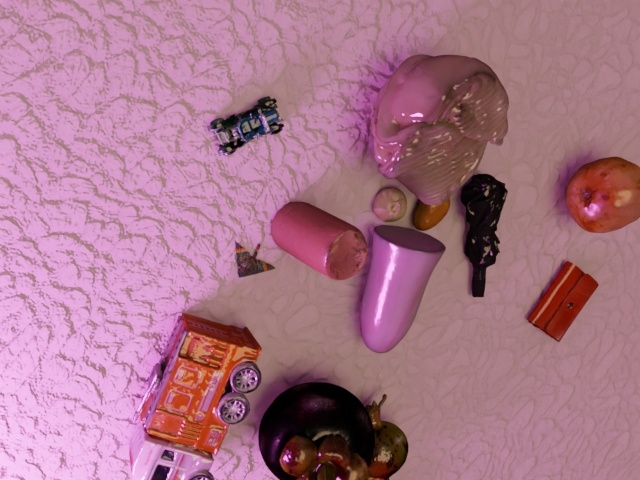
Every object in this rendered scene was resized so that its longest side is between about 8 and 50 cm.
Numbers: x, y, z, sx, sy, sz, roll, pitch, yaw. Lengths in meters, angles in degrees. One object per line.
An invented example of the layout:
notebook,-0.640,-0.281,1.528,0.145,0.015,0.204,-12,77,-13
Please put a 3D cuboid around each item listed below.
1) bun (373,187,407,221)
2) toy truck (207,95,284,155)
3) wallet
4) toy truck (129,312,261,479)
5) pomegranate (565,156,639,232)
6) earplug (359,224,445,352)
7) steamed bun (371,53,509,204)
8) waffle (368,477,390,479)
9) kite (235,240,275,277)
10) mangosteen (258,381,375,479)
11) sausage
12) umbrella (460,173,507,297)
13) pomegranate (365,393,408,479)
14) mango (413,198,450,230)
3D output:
bun,0.169,-0.082,1.618,0.086,0.055,0.086,-7,108,-22
toy truck,-0.148,-0.232,1.420,0.154,0.078,0.080,-27,113,-14
wallet,0.681,0.173,1.928,0.142,0.045,0.204,34,91,-28
toy truck,-0.287,0.363,1.498,0.207,0.173,0.387,22,94,-21
pomegranate,0.740,-0.114,1.776,0.207,0.207,0.207,-7,109,-22
earplug,0.173,0.131,1.639,0.173,0.172,0.301,5,110,-25
steamed bun,0.243,-0.268,1.511,0.309,0.219,0.324,-50,144,14
waffle,0.078,0.707,1.811,0.253,0.056,0.249,20,108,-31
kite,-0.156,0.047,1.545,0.122,0.004,0.090,30,92,-28
mangosteen,-0.003,0.474,1.577,0.275,0.302,0.274,-4,114,-9
sausage,0.000,0.000,1.460,0.123,0.253,0.123,-9,110,-26
umbrella,0.404,-0.005,1.730,0.118,0.118,0.339,-14,120,-19
pomegranate,0.143,0.501,1.738,0.156,0.156,0.220,-13,112,-20
mango,0.268,-0.073,1.664,0.079,0.057,0.114,35,94,-36
